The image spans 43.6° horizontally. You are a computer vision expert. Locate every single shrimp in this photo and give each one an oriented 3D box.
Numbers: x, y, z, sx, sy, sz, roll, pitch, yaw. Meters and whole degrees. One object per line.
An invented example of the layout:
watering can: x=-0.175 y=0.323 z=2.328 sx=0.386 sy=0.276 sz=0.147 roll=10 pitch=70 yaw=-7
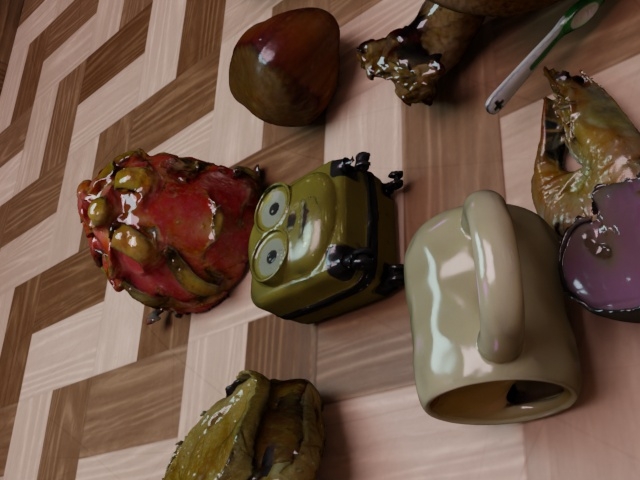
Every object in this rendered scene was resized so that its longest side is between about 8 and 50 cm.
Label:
shrimp: x=0.294 y=-0.106 z=0.915 sx=0.145 sy=0.061 sz=0.267 roll=-41 pitch=45 yaw=38

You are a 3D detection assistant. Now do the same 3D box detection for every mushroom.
mushroom: x=0.219 y=-0.370 z=1.035 sx=0.334 sy=0.356 sz=0.331 roll=-25 pitch=28 yaw=-14
mushroom: x=0.328 y=0.014 z=0.761 sx=0.188 sy=0.117 sz=0.141 roll=-25 pitch=42 yaw=38

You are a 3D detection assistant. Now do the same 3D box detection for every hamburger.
hamburger: x=-0.107 y=0.306 z=1.060 sx=0.285 sy=0.134 sz=0.265 roll=-49 pitch=20 yaw=28

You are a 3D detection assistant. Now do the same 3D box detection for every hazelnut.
hazelnut: x=-0.048 y=-0.281 z=1.318 sx=0.210 sy=0.210 sz=0.186 roll=-21 pitch=80 yaw=42

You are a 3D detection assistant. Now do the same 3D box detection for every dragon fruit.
dragon fruit: x=-0.285 y=-0.024 z=1.373 sx=0.296 sy=0.263 sz=0.314 roll=0 pitch=71 yaw=48

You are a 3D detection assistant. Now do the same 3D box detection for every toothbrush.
toothbrush: x=0.309 y=-0.268 z=0.966 sx=0.304 sy=0.030 sz=0.030 roll=-47 pitch=40 yaw=5

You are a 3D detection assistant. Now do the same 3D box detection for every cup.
cup: x=0.157 y=0.061 z=0.823 sx=0.173 sy=0.255 sz=0.202 roll=-18 pitch=58 yaw=28

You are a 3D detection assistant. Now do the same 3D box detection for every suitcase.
suitcase: x=0.000 y=0.000 z=1.126 sx=0.235 sy=0.143 sz=0.193 roll=-25 pitch=53 yaw=40
